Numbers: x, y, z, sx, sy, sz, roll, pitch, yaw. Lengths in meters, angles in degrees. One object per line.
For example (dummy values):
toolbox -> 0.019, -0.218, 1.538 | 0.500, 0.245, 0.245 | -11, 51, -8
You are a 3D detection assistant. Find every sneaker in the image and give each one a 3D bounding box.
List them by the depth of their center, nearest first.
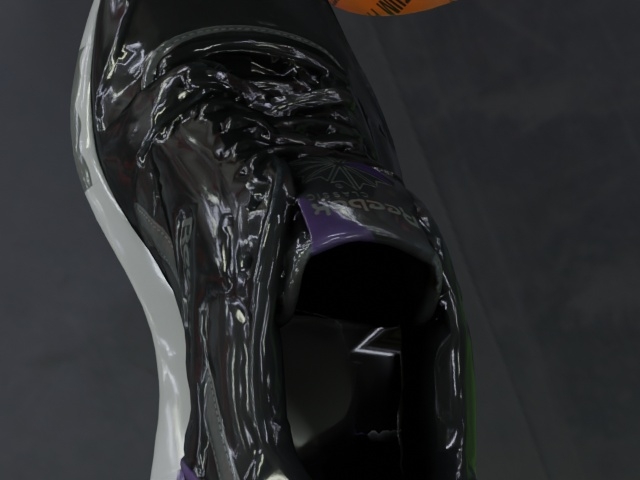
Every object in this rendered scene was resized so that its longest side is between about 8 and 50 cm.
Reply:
sneaker -> 0.000, 0.000, 0.550 | 0.107, 0.124, 0.283 | 0, 60, -21

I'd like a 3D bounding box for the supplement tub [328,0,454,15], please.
supplement tub -> -0.032, -0.246, 0.676 | 0.207, 0.338, 0.207 | -24, 43, 24
